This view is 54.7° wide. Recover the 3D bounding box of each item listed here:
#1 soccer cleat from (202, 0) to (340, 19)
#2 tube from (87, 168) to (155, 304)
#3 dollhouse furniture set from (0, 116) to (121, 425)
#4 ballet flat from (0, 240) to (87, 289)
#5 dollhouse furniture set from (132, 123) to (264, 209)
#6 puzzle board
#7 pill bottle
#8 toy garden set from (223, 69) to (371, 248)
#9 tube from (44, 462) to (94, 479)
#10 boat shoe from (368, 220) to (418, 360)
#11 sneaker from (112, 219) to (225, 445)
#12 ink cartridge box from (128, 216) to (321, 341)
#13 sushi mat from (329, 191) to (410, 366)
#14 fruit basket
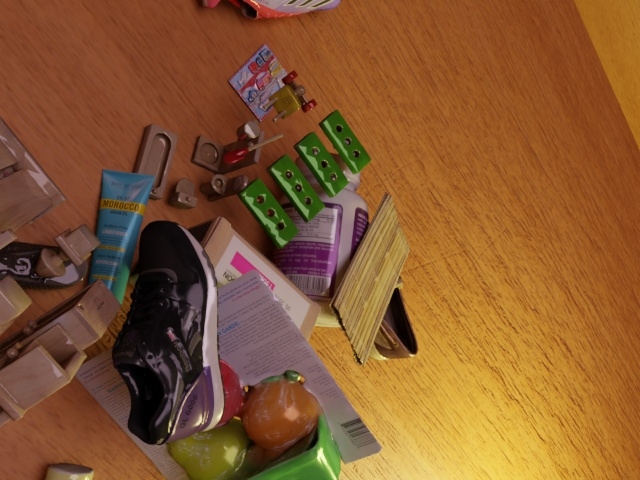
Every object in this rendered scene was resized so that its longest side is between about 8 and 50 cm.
[{"bbox_3d":[-0.090,-0.468,1.171,0.318,0.109,0.116,-2,106,-44],"label":"soccer cleat"},{"bbox_3d":[-0.308,-0.006,0.934,0.080,0.052,0.206,9,76,-8],"label":"tube"},{"bbox_3d":[-0.411,0.004,0.671,0.174,0.303,0.355,-33,106,4],"label":"dollhouse furniture set"},{"bbox_3d":[-0.440,0.026,0.818,0.250,0.058,0.084,8,78,-36],"label":"ballet flat"},{"bbox_3d":[-0.198,-0.129,1.000,0.151,0.123,0.143,23,69,-37],"label":"dollhouse furniture set"},{"bbox_3d":[-0.109,-0.303,1.179,0.096,0.011,0.128,50,56,-25],"label":"puzzle board"},{"bbox_3d":[0.000,0.000,1.130,0.169,0.169,0.301,17,74,-39],"label":"pill bottle"},{"bbox_3d":[-0.055,-0.140,1.012,0.244,0.049,0.203,-45,108,-29],"label":"toy garden set"},{"bbox_3d":[-0.361,0.428,0.829,0.070,0.062,0.240,11,79,1],"label":"tube"},{"bbox_3d":[0.118,0.084,1.252,0.123,0.123,0.341,-21,98,-41],"label":"boat shoe"},{"bbox_3d":[-0.199,0.109,0.775,0.124,0.107,0.283,1,75,-58],"label":"sneaker"},{"bbox_3d":[-0.149,0.085,0.965,0.234,0.193,0.088,45,50,-27],"label":"ink cartridge box"},{"bbox_3d":[0.096,0.060,1.107,0.316,0.019,0.151,-60,139,-44],"label":"sushi mat"},{"bbox_3d":[-0.132,0.248,0.925,0.353,0.327,0.165,57,13,-12],"label":"fruit basket"}]
